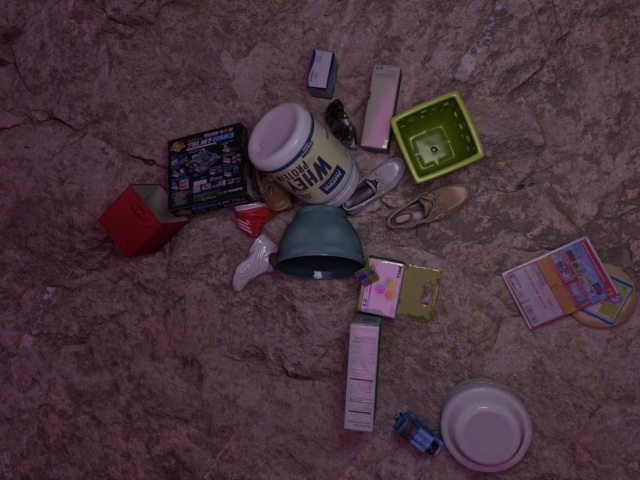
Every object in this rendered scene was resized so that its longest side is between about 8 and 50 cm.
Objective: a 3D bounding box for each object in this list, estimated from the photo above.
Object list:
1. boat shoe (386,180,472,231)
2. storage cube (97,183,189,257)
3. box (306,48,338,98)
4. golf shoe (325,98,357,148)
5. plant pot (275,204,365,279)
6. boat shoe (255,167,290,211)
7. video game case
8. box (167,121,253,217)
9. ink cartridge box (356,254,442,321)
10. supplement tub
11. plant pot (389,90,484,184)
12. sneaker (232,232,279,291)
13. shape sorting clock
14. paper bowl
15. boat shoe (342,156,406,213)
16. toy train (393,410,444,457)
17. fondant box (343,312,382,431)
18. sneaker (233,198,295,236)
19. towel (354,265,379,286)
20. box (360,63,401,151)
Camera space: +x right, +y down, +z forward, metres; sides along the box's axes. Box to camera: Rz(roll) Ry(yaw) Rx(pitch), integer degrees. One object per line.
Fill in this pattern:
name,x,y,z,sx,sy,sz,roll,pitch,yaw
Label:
boat shoe,0.362,-0.111,1.659,0.303,0.098,0.109,-23,87,10
storage cube,-0.629,-0.073,1.793,0.193,0.215,0.183,-42,84,15
box,0.009,-0.563,1.699,0.072,0.137,0.126,12,93,10
golf shoe,0.076,-0.397,1.728,0.077,0.094,0.198,-26,61,26
plant pot,0.000,0.000,1.654,0.294,0.293,0.196,-3,70,11
boat shoe,-0.180,-0.233,1.723,0.105,0.089,0.285,-21,68,-1
video game case,0.762,0.137,1.601,0.285,0.025,0.203,-27,80,16
box,-0.395,-0.250,1.768,0.296,0.073,0.293,-12,67,9
ink cartridge box,0.267,0.165,1.682,0.256,0.097,0.188,11,93,11
supplement tub,-0.045,-0.258,1.592,0.236,0.325,0.235,-21,54,31
plant pot,0.363,-0.309,1.598,0.227,0.207,0.228,-22,86,6
sneaker,-0.225,0.096,1.779,0.115,0.090,0.232,32,97,5
shape sorting clock,0.890,0.174,1.593,0.207,0.040,0.206,-1,88,19
paper bowl,0.532,0.602,1.614,0.285,0.148,0.283,0,91,12
boat shoe,0.180,-0.190,1.697,0.268,0.088,0.096,-35,84,9
toy train,0.329,0.650,1.672,0.184,0.105,0.080,38,97,8
fondant box,0.143,0.418,1.636,0.096,0.238,0.329,5,92,9
sneaker,-0.195,-0.083,1.788,0.222,0.087,0.127,-3,108,10
towel,0.152,0.118,1.622,0.060,0.083,0.009,-27,43,12
box,0.205,-0.439,1.679,0.094,0.113,0.274,10,91,11
